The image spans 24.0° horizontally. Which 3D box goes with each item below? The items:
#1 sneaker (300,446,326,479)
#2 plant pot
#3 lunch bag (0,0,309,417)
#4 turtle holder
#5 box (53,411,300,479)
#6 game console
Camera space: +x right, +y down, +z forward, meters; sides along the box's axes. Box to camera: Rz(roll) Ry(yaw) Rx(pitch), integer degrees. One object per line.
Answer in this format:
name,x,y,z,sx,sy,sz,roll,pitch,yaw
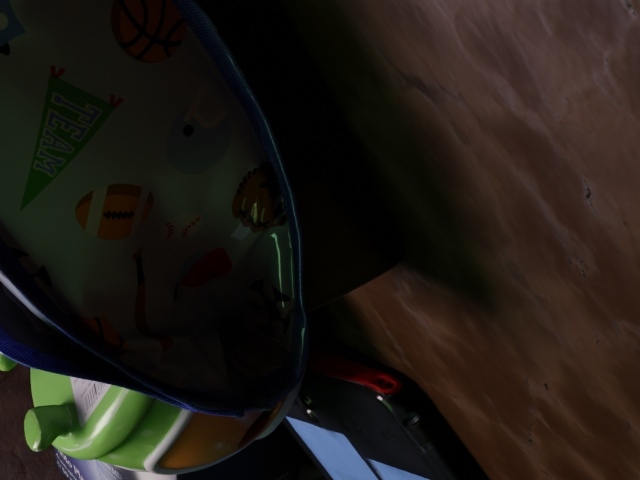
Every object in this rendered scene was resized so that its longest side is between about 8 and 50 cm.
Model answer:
sneaker,-0.060,0.250,1.870,0.283,0.110,0.122,31,140,44
plant pot,0.000,0.000,1.051,0.079,0.083,0.083,63,166,-1
lunch bag,-0.175,-0.079,1.019,0.385,0.239,0.328,56,174,-33
turtle holder,-0.156,0.082,1.388,0.227,0.243,0.320,19,-179,-31
box,-0.176,0.207,1.730,0.296,0.183,0.294,38,141,37
game console,0.097,0.260,1.450,0.386,0.060,0.342,53,166,-17
